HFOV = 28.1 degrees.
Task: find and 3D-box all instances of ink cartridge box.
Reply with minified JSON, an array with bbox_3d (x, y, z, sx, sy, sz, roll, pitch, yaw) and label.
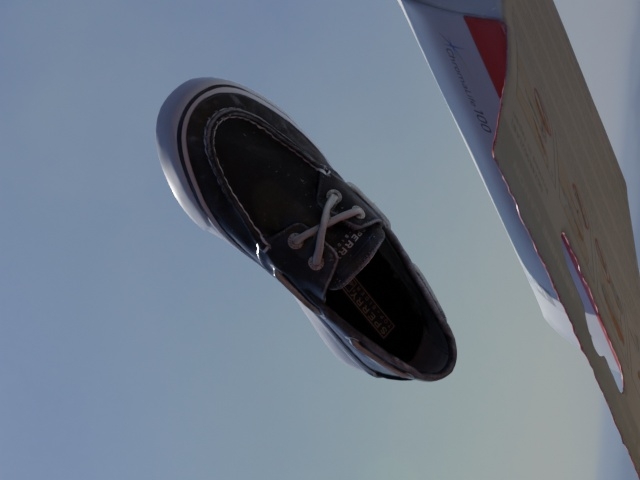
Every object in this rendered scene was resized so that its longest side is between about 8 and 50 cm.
[{"bbox_3d":[0.135,-0.035,0.853,0.385,0.091,0.308,-79,-34,-52],"label":"ink cartridge box"}]

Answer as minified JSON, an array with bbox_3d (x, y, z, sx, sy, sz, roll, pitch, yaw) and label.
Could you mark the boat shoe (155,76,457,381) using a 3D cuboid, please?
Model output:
[{"bbox_3d":[0.000,0.000,0.948,0.108,0.102,0.301,-46,-62,-18],"label":"boat shoe"}]
